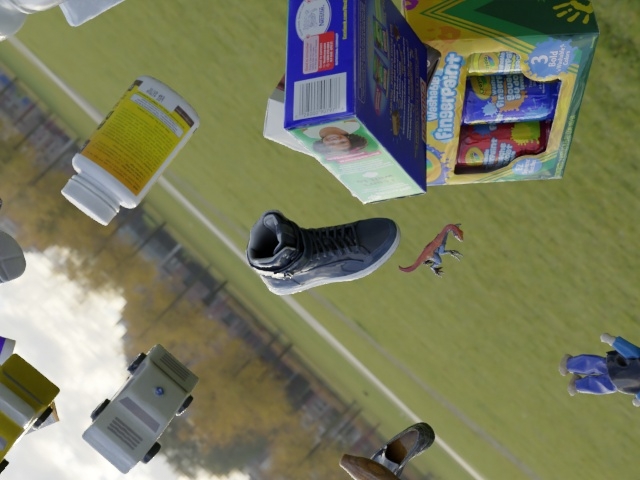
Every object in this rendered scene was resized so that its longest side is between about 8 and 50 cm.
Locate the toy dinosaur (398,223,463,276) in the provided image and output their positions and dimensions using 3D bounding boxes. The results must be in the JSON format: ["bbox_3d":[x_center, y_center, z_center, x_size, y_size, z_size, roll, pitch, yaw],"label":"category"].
[{"bbox_3d":[0.154,0.012,1.366,0.047,0.090,0.082,58,159,33],"label":"toy dinosaur"}]

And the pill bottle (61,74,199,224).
[{"bbox_3d":[-0.284,-0.131,1.560,0.117,0.215,0.117,35,169,8],"label":"pill bottle"}]

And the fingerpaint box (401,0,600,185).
[{"bbox_3d":[0.348,-0.312,2.199,0.444,0.371,0.163,89,178,-54],"label":"fingerpaint box"}]

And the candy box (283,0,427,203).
[{"bbox_3d":[0.063,-0.236,1.608,0.122,0.268,0.317,-7,159,24],"label":"candy box"}]

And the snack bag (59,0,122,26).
[{"bbox_3d":[-0.370,-0.567,1.869,0.037,0.343,0.323,55,176,38],"label":"snack bag"}]

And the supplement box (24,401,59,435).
[{"bbox_3d":[-0.500,0.294,1.787,0.036,0.098,0.062,79,167,-45],"label":"supplement box"}]

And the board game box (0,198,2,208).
[{"bbox_3d":[-0.616,-0.066,1.514,0.232,0.141,0.291,17,-170,-33],"label":"board game box"}]

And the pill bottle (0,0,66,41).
[{"bbox_3d":[-0.483,-0.314,1.267,0.204,0.361,0.204,-17,-90,-74],"label":"pill bottle"}]

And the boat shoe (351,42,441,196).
[{"bbox_3d":[0.138,-0.217,1.964,0.097,0.324,0.116,24,-157,19],"label":"boat shoe"}]

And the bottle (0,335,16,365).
[{"bbox_3d":[-0.714,0.181,1.953,0.283,0.118,0.092,17,-172,-13],"label":"bottle"}]

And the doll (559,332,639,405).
[{"bbox_3d":[0.460,0.197,1.621,0.189,0.046,0.129,-13,106,47],"label":"doll"}]

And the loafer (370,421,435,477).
[{"bbox_3d":[0.122,0.378,1.839,0.062,0.170,0.061,47,-171,27],"label":"loafer"}]

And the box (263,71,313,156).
[{"bbox_3d":[-0.006,-0.312,2.263,0.149,0.232,0.127,22,144,7],"label":"box"}]

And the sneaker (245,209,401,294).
[{"bbox_3d":[0.000,0.002,1.556,0.163,0.226,0.086,55,-165,-60],"label":"sneaker"}]

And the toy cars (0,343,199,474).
[{"bbox_3d":[-0.308,0.212,1.343,0.394,0.087,0.176,0,-119,-39],"label":"toy cars"}]

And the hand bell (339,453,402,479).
[{"bbox_3d":[0.135,0.369,1.515,0.242,0.126,0.126,22,165,24],"label":"hand bell"}]

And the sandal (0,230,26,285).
[{"bbox_3d":[-0.611,0.050,1.691,0.076,0.265,0.102,-34,74,55],"label":"sandal"}]
